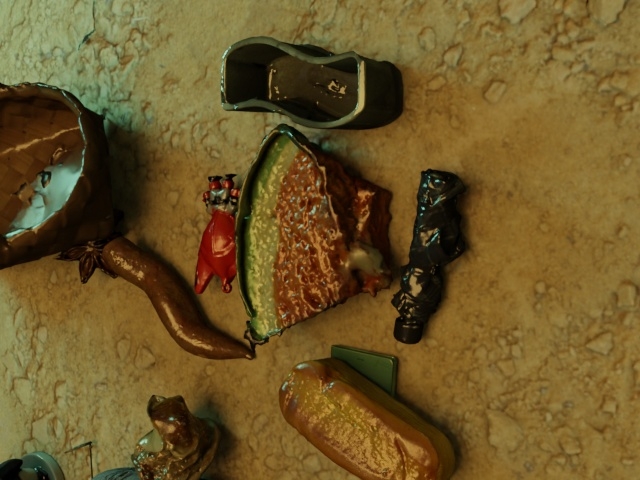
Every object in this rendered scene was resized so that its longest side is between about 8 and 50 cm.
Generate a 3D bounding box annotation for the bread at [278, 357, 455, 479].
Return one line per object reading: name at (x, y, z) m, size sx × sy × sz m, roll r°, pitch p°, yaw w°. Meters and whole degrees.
bread at (0.056, 0.236, 1.273) m, size 0.246 × 0.094 × 0.102 m, roll 33°, pitch 109°, yaw 27°

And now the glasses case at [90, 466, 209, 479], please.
glasses case at (-0.229, 0.383, 1.491) m, size 0.283 × 0.109 × 0.067 m, roll 1°, pitch 96°, yaw 35°

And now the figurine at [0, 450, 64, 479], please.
figurine at (-0.547, 0.439, 1.639) m, size 0.133 × 0.236 × 0.176 m, roll 21°, pitch 104°, yaw 31°

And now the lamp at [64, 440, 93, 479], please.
lamp at (-0.380, 0.392, 1.645) m, size 0.054 × 0.041 × 0.121 m, roll -18°, pitch 86°, yaw 26°

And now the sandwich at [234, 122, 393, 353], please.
sandwich at (-0.010, -0.010, 1.317) m, size 0.212 × 0.109 × 0.292 m, roll -7°, pitch 94°, yaw 26°

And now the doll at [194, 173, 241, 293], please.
doll at (-0.138, -0.009, 1.429) m, size 0.109 × 0.057 × 0.169 m, roll -4°, pitch 92°, yaw 32°

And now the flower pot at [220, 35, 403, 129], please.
flower pot at (-0.011, -0.201, 1.298) m, size 0.229 × 0.108 × 0.103 m, roll 15°, pitch 102°, yaw 32°

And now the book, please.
book at (0.056, 0.213, 1.336) m, size 0.103 × 0.017 × 0.134 m, roll 8°, pitch 100°, yaw 34°

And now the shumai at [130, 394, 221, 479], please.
shumai at (-0.217, 0.281, 1.448) m, size 0.146 × 0.145 × 0.116 m, roll -4°, pitch 125°, yaw 35°

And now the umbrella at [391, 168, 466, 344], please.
umbrella at (0.136, 0.025, 1.242) m, size 0.071 × 0.080 × 0.224 m, roll 12°, pitch 106°, yaw -2°

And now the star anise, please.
star anise at (-0.353, -0.027, 1.577) m, size 0.097 × 0.070 × 0.190 m, roll 9°, pitch 98°, yaw 7°

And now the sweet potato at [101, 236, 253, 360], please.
sweet potato at (-0.214, 0.101, 1.491) m, size 0.281 × 0.067 × 0.059 m, roll 45°, pitch 154°, yaw 18°

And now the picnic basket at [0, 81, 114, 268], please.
picnic basket at (-0.490, -0.113, 1.445) m, size 0.337 × 0.337 × 0.292 m, roll -28°, pitch 61°, yaw 33°
